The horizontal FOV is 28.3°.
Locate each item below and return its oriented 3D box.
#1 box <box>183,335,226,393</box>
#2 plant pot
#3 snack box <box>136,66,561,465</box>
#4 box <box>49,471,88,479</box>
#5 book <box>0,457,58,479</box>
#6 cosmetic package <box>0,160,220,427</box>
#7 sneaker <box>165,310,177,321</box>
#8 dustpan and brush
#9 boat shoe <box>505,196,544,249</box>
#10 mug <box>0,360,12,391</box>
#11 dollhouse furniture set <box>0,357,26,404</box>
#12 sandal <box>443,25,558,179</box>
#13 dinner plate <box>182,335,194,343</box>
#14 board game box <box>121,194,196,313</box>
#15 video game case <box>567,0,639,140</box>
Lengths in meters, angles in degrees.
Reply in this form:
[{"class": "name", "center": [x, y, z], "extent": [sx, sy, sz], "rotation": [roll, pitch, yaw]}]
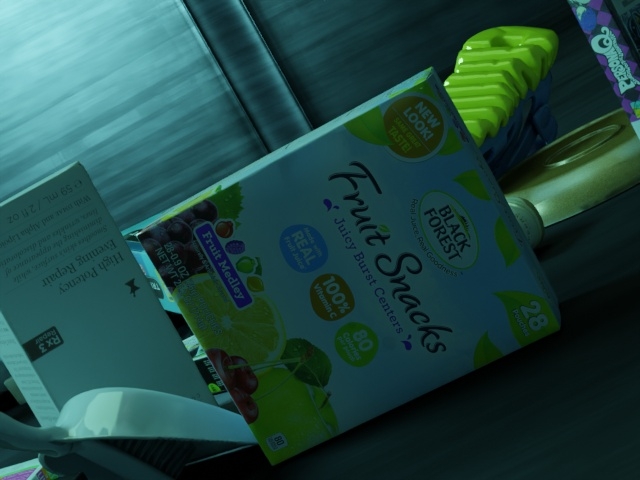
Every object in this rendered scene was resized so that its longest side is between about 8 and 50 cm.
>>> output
[{"class": "box", "center": [-0.063, 0.092, 1.123], "extent": [0.207, 0.036, 0.114], "rotation": [-21, 11, 48]}, {"class": "plant pot", "center": [0.236, -0.072, 1.111], "extent": [0.236, 0.032, 0.236], "rotation": [-28, 8, 4]}, {"class": "snack box", "center": [0.019, 0.017, 0.793], "extent": [0.207, 0.175, 0.070], "rotation": [-28, 9, 13]}, {"class": "box", "center": [-0.284, 0.251, 0.816], "extent": [0.270, 0.060, 0.216], "rotation": [-22, 10, 41]}, {"class": "book", "center": [-0.285, 0.231, 1.055], "extent": [0.096, 0.035, 0.144], "rotation": [-24, 9, 17]}, {"class": "cosmetic package", "center": [-0.187, 0.070, 0.986], "extent": [0.117, 0.231, 0.085], "rotation": [-34, 9, -27]}, {"class": "sneaker", "center": [-0.225, 0.091, 1.631], "extent": [0.075, 0.057, 0.161], "rotation": [-23, 12, 8]}, {"class": "dustpan and brush", "center": [-0.149, 0.130, 0.825], "extent": [0.147, 0.211, 0.060], "rotation": [-23, 48, 39]}, {"class": "boat shoe", "center": [0.090, 0.011, 0.992], "extent": [0.170, 0.063, 0.059], "rotation": [-23, 4, 35]}, {"class": "mug", "center": [-0.539, 0.116, 1.739], "extent": [0.276, 0.328, 0.374], "rotation": [33, 95, 47]}, {"class": "dollhouse furniture set", "center": [-0.403, 0.105, 1.426], "extent": [0.303, 0.286, 0.198], "rotation": [-27, 20, 12]}, {"class": "sandal", "center": [0.151, -0.093, 1.221], "extent": [0.126, 0.138, 0.317], "rotation": [8, 33, 36]}, {"class": "dinner plate", "center": [-0.152, 0.129, 1.282], "extent": [0.141, 0.017, 0.141], "rotation": [-28, 7, 4]}, {"class": "board game box", "center": [-0.085, -0.024, 1.572], "extent": [0.336, 0.079, 0.253], "rotation": [-28, 15, -24]}, {"class": "video game case", "center": [0.298, -0.195, 1.012], "extent": [0.232, 0.210, 0.042], "rotation": [-35, 9, -33]}]
